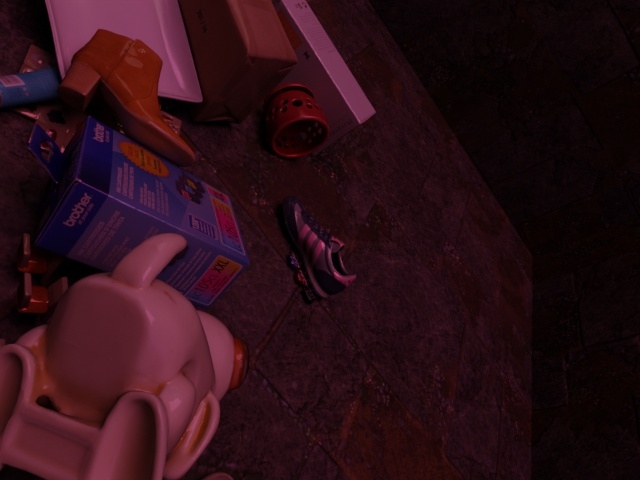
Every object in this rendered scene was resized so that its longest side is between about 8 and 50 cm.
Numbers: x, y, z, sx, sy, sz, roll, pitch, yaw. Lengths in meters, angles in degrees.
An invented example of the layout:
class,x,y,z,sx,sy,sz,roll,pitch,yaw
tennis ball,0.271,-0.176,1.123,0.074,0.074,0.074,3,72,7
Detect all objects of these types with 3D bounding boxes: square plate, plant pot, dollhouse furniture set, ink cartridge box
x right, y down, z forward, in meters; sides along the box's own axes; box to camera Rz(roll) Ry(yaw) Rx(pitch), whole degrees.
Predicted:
class,x,y,z,sx,sy,sz,roll,pitch,yaw
square plate,-0.458,-0.489,1.084,0.347,0.049,0.345,-12,86,-52
plant pot,-0.086,-0.382,1.476,0.191,0.191,0.174,9,55,-48
dollhouse furniture set,-0.531,0.101,0.687,0.261,0.135,0.259,14,46,-47
ink cartridge box,-0.351,-0.061,0.887,0.395,0.151,0.270,28,21,-36

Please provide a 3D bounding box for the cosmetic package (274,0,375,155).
class,x,y,z,sx,sy,sz,roll,pitch,yaw
cosmetic package,-0.042,-0.549,1.604,0.453,0.230,0.161,55,37,-9

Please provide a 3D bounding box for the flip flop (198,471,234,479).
class,x,y,z,sx,sy,sz,roll,pitch,yaw
flip flop,-0.232,0.501,0.804,0.277,0.080,0.112,-22,86,-55

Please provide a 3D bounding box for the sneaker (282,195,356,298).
class,x,y,z,sx,sy,sz,roll,pitch,yaw
sneaker,0.000,0.000,1.367,0.319,0.131,0.112,65,24,3

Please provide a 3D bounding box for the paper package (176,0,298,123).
class,x,y,z,sx,sy,sz,roll,pitch,yaw
paper package,-0.256,-0.522,1.245,0.168,0.309,0.325,-14,77,-46

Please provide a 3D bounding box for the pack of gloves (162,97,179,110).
class,x,y,z,sx,sy,sz,roll,pitch,yaw
pack of gloves,-0.461,-0.433,1.178,0.195,0.046,0.232,-11,87,-53

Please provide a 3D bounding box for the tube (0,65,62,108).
class,x,y,z,sx,sy,sz,roll,pitch,yaw
tube,-0.553,-0.306,0.932,0.080,0.052,0.207,61,33,-12

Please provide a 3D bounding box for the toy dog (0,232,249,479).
class,x,y,z,sx,sy,sz,roll,pitch,yaw
toy dog,-0.279,0.200,0.755,0.408,0.284,0.396,62,36,-75

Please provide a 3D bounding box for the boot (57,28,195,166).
class,x,y,z,sx,sy,sz,roll,pitch,yaw
boot,-0.364,-0.305,0.986,0.295,0.104,0.211,31,52,-23

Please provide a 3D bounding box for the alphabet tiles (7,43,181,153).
class,x,y,z,sx,sy,sz,roll,pitch,yaw
alphabet tiles,-0.476,-0.276,1.038,0.342,0.011,0.285,23,56,-36

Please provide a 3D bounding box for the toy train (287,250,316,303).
class,x,y,z,sx,sy,sz,roll,pitch,yaw
toy train,-0.056,0.105,1.331,0.036,0.027,0.159,-20,84,-44
